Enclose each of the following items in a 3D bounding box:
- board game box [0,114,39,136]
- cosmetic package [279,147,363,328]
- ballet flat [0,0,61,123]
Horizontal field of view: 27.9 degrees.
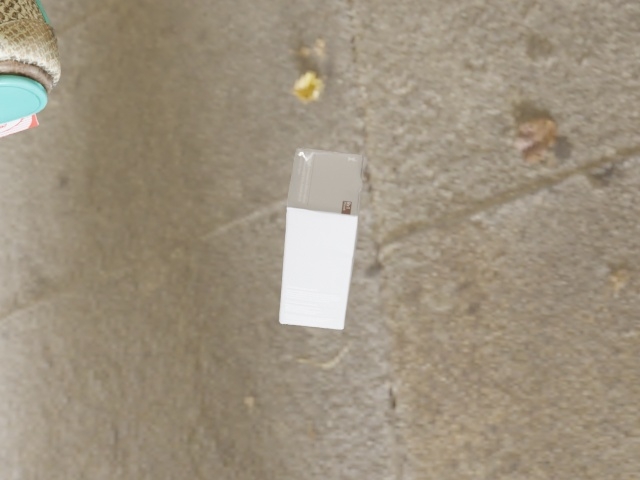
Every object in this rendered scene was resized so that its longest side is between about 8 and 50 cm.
[{"bbox_3d":[-0.562,-0.199,2.084,0.147,0.193,0.045,116,133,-76],"label":"board game box"},{"bbox_3d":[0.000,0.000,1.789,0.127,0.107,0.238,-83,-4,-46],"label":"cosmetic package"},{"bbox_3d":[-0.475,-0.138,1.164,0.482,0.164,0.182,-19,75,2],"label":"ballet flat"}]
